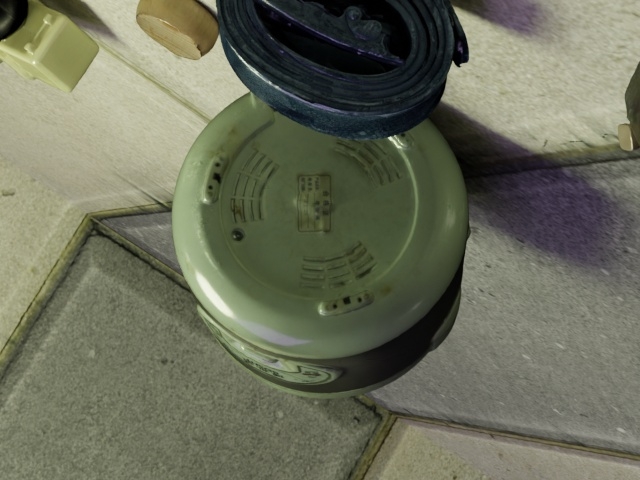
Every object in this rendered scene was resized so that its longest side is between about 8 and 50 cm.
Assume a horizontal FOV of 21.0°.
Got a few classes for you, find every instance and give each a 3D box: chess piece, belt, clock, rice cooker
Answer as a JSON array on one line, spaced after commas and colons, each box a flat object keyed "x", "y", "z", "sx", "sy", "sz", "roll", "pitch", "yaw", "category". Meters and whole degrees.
[{"x": -0.138, "y": -0.210, "z": 1.663, "sx": 0.083, "sy": 0.038, "sz": 0.083, "roll": 31, "pitch": 166, "yaw": 8, "category": "chess piece"}, {"x": 0.015, "y": -0.157, "z": 1.288, "sx": 0.190, "sy": 0.141, "sz": 0.082, "roll": 28, "pitch": 169, "yaw": 5, "category": "belt"}, {"x": -0.411, "y": -0.299, "z": 1.783, "sx": 0.276, "sy": 0.120, "sz": 0.379, "roll": 27, "pitch": 172, "yaw": 33, "category": "clock"}, {"x": -0.001, "y": 0.002, "z": 1.635, "sx": 0.288, "sy": 0.288, "sz": 0.277, "roll": 28, "pitch": 167, "yaw": 9, "category": "rice cooker"}]

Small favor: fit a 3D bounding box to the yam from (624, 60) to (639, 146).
[{"x": 0.299, "y": -0.070, "z": 0.906, "sx": 0.202, "sy": 0.201, "sz": 0.271, "roll": 36, "pitch": 173, "yaw": -21, "category": "yam"}]

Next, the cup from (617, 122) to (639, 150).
[{"x": 0.262, "y": -0.085, "z": 1.145, "sx": 0.102, "sy": 0.074, "sz": 0.099, "roll": 14, "pitch": 176, "yaw": -34, "category": "cup"}]
